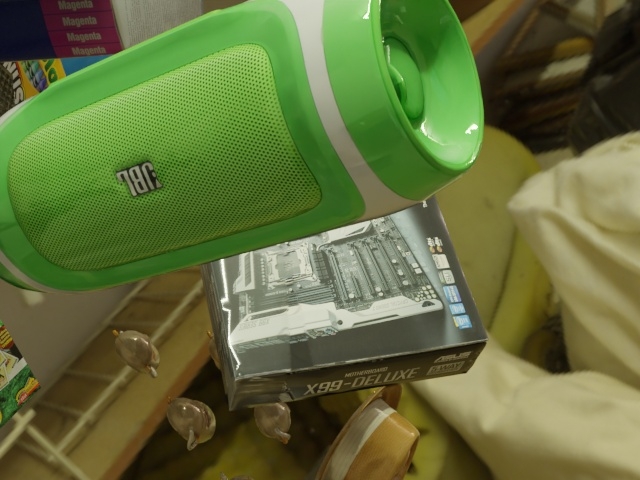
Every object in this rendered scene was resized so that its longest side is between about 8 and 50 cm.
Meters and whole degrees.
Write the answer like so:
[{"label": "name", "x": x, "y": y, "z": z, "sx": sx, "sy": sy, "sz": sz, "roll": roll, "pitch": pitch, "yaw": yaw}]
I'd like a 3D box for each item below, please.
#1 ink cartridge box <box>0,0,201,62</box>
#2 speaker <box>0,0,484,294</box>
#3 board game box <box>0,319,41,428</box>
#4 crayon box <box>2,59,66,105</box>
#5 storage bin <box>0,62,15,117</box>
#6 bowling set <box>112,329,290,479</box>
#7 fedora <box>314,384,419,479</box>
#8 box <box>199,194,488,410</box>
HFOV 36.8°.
[{"label": "ink cartridge box", "x": -0.310, "y": -0.201, "z": 0.899, "sx": 0.324, "sy": 0.071, "sz": 0.330, "roll": -2, "pitch": 19, "yaw": 11}, {"label": "speaker", "x": -0.066, "y": -0.051, "z": 0.534, "sx": 0.296, "sy": 0.131, "sz": 0.131, "roll": -15, "pitch": 30, "yaw": 33}, {"label": "board game box", "x": -0.511, "y": 0.241, "z": 1.335, "sx": 0.030, "sy": 0.136, "sz": 0.260, "roll": 5, "pitch": 39, "yaw": 33}, {"label": "crayon box", "x": -0.567, "y": -0.281, "z": 1.612, "sx": 0.106, "sy": 0.363, "sz": 0.313, "roll": 8, "pitch": 48, "yaw": 15}, {"label": "storage bin", "x": -0.307, "y": -0.095, "z": 0.736, "sx": 0.122, "sy": 0.084, "sz": 0.180, "roll": -5, "pitch": 0, "yaw": -7}, {"label": "bowling set", "x": -0.100, "y": 0.174, "z": 1.146, "sx": 0.200, "sy": 0.287, "sz": 0.154, "roll": -39, "pitch": -9, "yaw": -10}, {"label": "fedora", "x": 0.069, "y": 0.273, "z": 1.212, "sx": 0.079, "sy": 0.194, "sz": 0.194, "roll": 30, "pitch": 62, "yaw": 21}, {"label": "box", "x": 0.000, "y": 0.000, "z": 0.960, "sx": 0.242, "sy": 0.076, "sz": 0.307, "roll": -6, "pitch": 58, "yaw": -15}]
